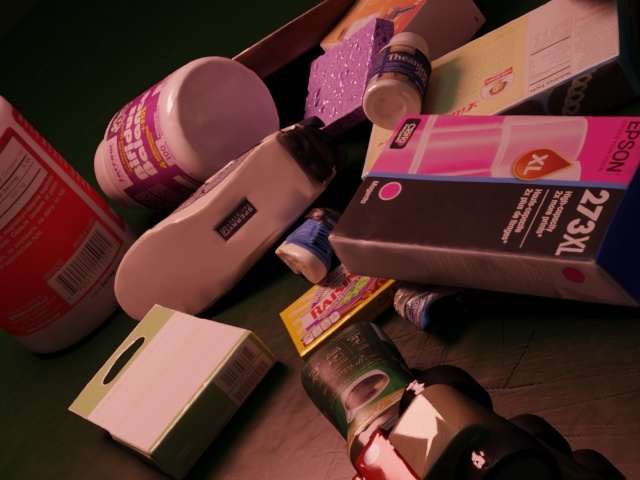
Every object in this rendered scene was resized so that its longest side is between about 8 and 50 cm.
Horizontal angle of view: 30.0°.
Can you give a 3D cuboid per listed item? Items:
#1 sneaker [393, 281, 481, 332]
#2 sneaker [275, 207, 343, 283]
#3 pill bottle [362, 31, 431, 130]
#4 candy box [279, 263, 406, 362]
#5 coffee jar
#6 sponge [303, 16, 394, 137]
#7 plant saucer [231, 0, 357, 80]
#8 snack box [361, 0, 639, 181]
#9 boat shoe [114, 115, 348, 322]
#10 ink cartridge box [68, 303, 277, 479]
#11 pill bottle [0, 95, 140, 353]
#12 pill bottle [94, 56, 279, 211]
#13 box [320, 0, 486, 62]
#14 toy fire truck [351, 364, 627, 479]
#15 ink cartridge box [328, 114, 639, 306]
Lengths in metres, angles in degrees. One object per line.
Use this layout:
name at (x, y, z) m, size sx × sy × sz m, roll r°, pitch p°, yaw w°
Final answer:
sneaker at (0.139, 0.041, 1.154) m, size 0.135 × 0.052 × 0.058 m, roll -42°, pitch 42°, yaw 2°
sneaker at (-0.001, -0.001, 1.338) m, size 0.084 × 0.058 × 0.152 m, roll -45°, pitch 6°, yaw -5°
pill bottle at (0.091, -0.186, 1.370) m, size 0.067 × 0.067 × 0.120 m, roll -22°, pitch 33°, yaw 32°
candy box at (0.051, 0.043, 1.271) m, size 0.206 × 0.027 × 0.105 m, roll -40°, pitch 25°, yaw 3°
coffee jar at (0.053, 0.151, 1.063) m, size 0.096 × 0.079 × 0.184 m, roll -38°, pitch 27°, yaw -1°
sponge at (0.031, -0.197, 1.516) m, size 0.210 × 0.031 × 0.117 m, roll 160°, pitch 122°, yaw -67°
plant saucer at (-0.048, -0.283, 1.737) m, size 0.310 × 0.050 × 0.310 m, roll -32°, pitch 8°, yaw 5°
snack box at (0.201, -0.168, 1.346) m, size 0.322 × 0.060 × 0.187 m, roll -24°, pitch 31°, yaw 29°
boat shoe at (-0.102, -0.023, 1.487) m, size 0.340 × 0.127 × 0.158 m, roll -36°, pitch 3°, yaw 25°
ink cartridge box at (-0.172, 0.164, 1.348) m, size 0.171 × 0.056 × 0.235 m, roll -51°, pitch 27°, yaw -19°
pill bottle at (-0.449, -0.053, 1.617) m, size 0.229 × 0.408 × 0.229 m, roll -30°, pitch 30°, yaw 19°
pill bottle at (-0.199, -0.133, 1.655) m, size 0.301 × 0.169 × 0.169 m, roll -20°, pitch 33°, yaw 55°
box at (0.107, -0.275, 1.579) m, size 0.170 × 0.091 × 0.130 m, roll 7°, pitch 54°, yaw 54°
toy fire truck at (0.087, 0.229, 0.795) m, size 0.246 × 0.217 × 0.158 m, roll -55°, pitch 28°, yaw 5°
ink cartridge box at (0.198, -0.033, 1.091) m, size 0.371 × 0.069 × 0.176 m, roll 7°, pitch 52°, yaw 37°
